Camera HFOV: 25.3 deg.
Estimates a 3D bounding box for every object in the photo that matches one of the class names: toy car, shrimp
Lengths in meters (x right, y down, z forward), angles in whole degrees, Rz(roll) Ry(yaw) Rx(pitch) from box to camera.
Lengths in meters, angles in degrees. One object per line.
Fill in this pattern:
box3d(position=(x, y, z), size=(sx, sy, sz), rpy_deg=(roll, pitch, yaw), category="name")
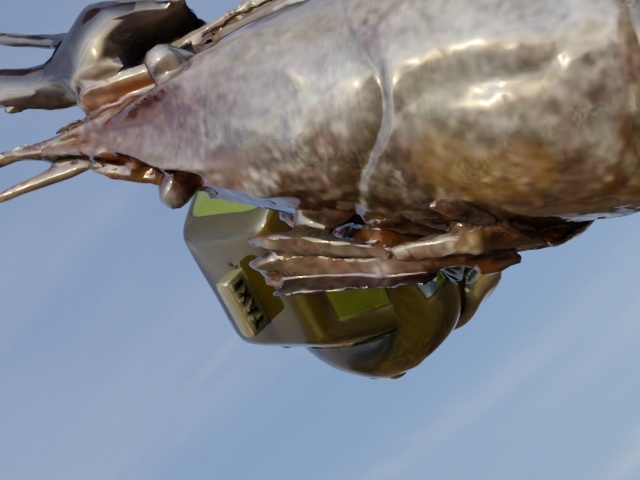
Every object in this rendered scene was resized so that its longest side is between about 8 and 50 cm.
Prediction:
box3d(position=(0.000, 0.000, 1.044), size=(0.198, 0.204, 0.248), rpy_deg=(-45, -62, -35), category="toy car")
box3d(position=(0.015, -0.049, 0.483), size=(0.145, 0.343, 0.116), rpy_deg=(-36, -57, -67), category="shrimp")
